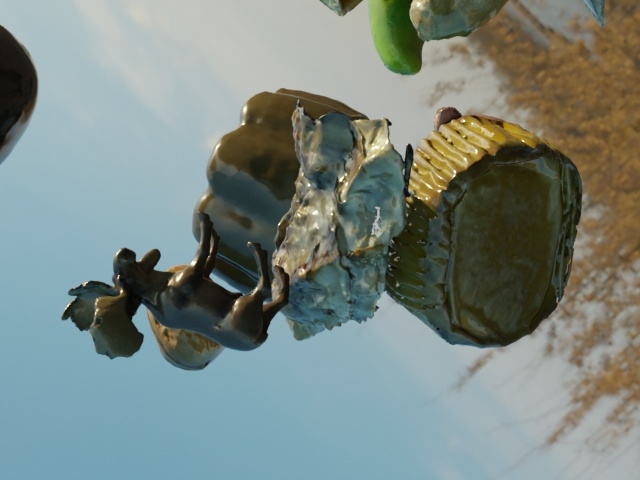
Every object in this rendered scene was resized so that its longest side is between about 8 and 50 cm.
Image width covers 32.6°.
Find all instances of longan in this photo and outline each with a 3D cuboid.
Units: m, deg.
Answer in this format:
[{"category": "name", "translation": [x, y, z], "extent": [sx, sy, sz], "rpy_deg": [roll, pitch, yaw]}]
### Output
[{"category": "longan", "translation": [-0.595, -0.206, 1.672], "extent": [0.288, 0.350, 0.288], "rpy_deg": [35, 157, 17]}]

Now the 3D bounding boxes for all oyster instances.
[{"category": "oyster", "translation": [-0.001, 0.003, 1.245], "extent": [0.107, 0.355, 0.201], "rpy_deg": [-26, -129, -31]}]

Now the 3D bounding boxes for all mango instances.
[{"category": "mango", "translation": [0.157, -0.427, 2.130], "extent": [0.111, 0.125, 0.233], "rpy_deg": [46, -150, -75]}]

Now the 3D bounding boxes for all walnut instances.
[{"category": "walnut", "translation": [-0.217, 0.123, 1.821], "extent": [0.144, 0.144, 0.180], "rpy_deg": [21, -141, -59]}]

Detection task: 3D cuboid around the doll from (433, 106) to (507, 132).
[{"category": "doll", "translation": [0.276, -0.107, 1.973], "extent": [0.201, 0.303, 0.156], "rpy_deg": [16, 153, 1]}]

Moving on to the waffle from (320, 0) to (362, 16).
[{"category": "waffle", "translation": [0.065, -0.413, 1.456], "extent": [0.057, 0.168, 0.274], "rpy_deg": [48, 172, 13]}]

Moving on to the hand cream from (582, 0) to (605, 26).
[{"category": "hand cream", "translation": [0.344, -0.363, 1.393], "extent": [0.195, 0.042, 0.067], "rpy_deg": [75, 171, -48]}]

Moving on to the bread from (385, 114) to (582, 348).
[{"category": "bread", "translation": [0.183, -0.012, 1.261], "extent": [0.227, 0.254, 0.142], "rpy_deg": [1, -162, -24]}]

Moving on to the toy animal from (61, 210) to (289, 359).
[{"category": "toy animal", "translation": [-0.154, 0.061, 1.168], "extent": [0.214, 0.186, 0.094], "rpy_deg": [27, 167, 9]}]

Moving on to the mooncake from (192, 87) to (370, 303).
[{"category": "mooncake", "translation": [-0.069, -0.083, 1.910], "extent": [0.200, 0.379, 0.378], "rpy_deg": [25, -169, 10]}]

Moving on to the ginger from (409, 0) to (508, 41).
[{"category": "ginger", "translation": [0.239, -0.371, 0.960], "extent": [0.122, 0.348, 0.363], "rpy_deg": [40, 142, 48]}]
